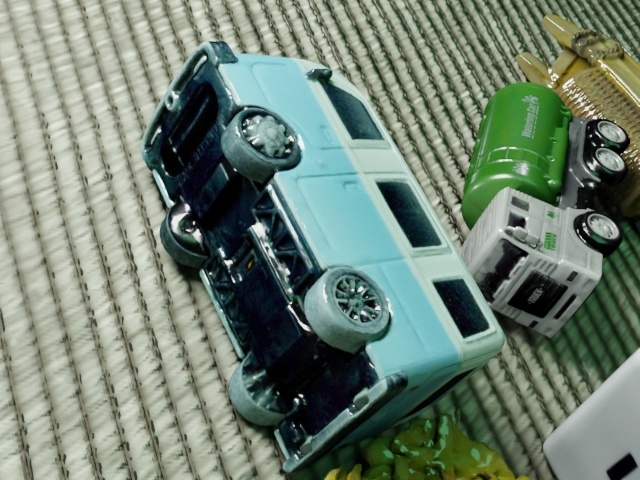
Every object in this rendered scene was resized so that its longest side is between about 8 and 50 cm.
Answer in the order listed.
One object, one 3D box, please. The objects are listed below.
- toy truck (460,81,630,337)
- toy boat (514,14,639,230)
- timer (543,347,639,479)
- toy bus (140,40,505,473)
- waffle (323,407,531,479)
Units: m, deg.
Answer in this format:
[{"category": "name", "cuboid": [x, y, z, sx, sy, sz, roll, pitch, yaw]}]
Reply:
[{"category": "toy truck", "cuboid": [0.185, -0.040, 0.853, 0.125, 0.101, 0.242, 25, 43, -4]}, {"category": "toy boat", "cuboid": [0.301, -0.093, 0.968, 0.115, 0.089, 0.310, -10, 60, -38]}, {"category": "timer", "cuboid": [0.299, 0.160, 0.663, 0.192, 0.194, 0.195, -16, 64, -21]}, {"category": "toy bus", "cuboid": [0.000, 0.000, 0.690, 0.165, 0.133, 0.271, -8, 62, -41]}, {"category": "waffle", "cuboid": [0.084, 0.238, 0.600, 0.245, 0.052, 0.254, 45, 47, 7]}]
